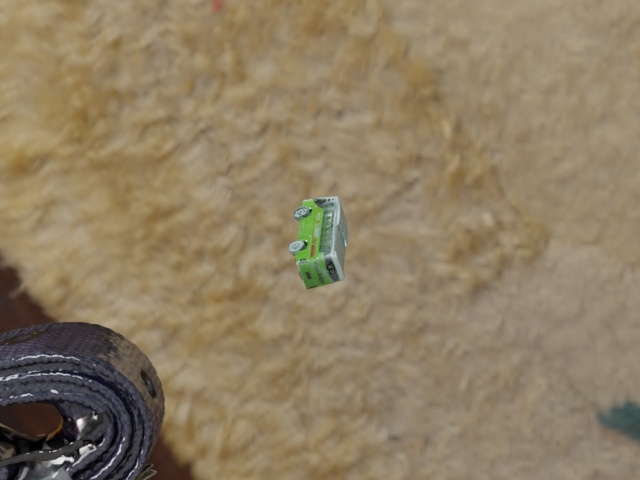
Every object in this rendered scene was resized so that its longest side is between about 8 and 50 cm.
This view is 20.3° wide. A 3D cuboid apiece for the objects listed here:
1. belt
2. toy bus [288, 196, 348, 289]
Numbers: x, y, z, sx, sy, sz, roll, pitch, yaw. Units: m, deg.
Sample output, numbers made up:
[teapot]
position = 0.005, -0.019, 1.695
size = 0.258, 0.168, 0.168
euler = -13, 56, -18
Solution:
[belt]
position = -0.217, 0.140, 1.177
size = 0.230, 0.126, 0.139
euler = -19, 96, 3
[toy bus]
position = 0.000, 0.000, 1.306
size = 0.037, 0.083, 0.031
euler = -13, 123, 14
